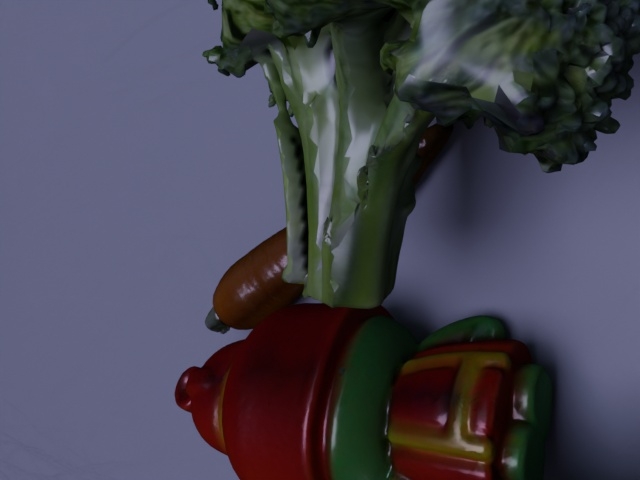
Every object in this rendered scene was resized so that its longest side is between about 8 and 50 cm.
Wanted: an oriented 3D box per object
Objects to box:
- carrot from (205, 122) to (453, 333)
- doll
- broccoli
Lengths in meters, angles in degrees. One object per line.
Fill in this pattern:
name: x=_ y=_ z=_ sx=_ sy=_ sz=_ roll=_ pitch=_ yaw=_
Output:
carrot: x=0.000 y=0.000 z=0.748 sx=0.336 sy=0.069 sz=0.069 roll=-38 pitch=73 yaw=31
doll: x=0.007 y=0.139 z=0.684 sx=0.363 sy=0.160 sz=0.183 roll=-4 pitch=61 yaw=38
broccoli: x=0.070 y=-0.119 z=0.533 sx=0.375 sy=0.249 sz=0.302 roll=28 pitch=138 yaw=59
